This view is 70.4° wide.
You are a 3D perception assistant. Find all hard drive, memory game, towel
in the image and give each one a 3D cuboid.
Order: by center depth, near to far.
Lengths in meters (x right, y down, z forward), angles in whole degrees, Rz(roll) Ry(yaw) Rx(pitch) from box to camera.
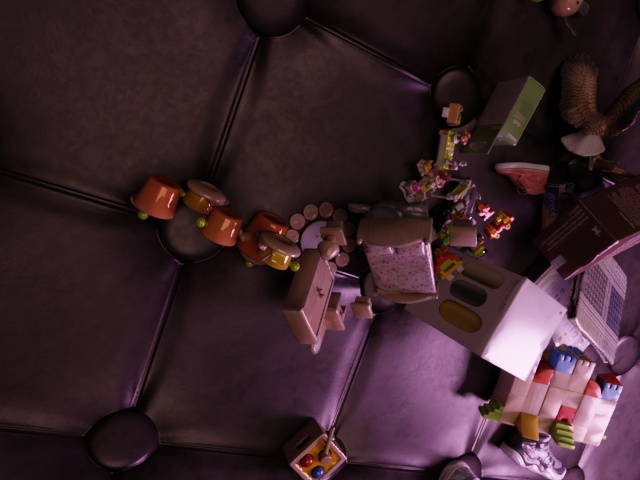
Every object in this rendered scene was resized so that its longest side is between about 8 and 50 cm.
[{"bbox_3d":[0.000,0.000,1.067,0.186,0.012,0.186,-5,104,-21],"label":"memory game"},{"bbox_3d":[0.802,0.159,1.324,0.324,0.056,0.312,39,64,-31],"label":"towel"},{"bbox_3d":[0.704,0.214,1.356,0.237,0.064,0.339,-42,113,-7],"label":"hard drive"}]

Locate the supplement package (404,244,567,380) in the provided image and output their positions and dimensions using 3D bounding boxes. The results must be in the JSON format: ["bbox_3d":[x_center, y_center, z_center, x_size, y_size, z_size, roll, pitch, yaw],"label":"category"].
[{"bbox_3d":[0.391,0.166,1.103,0.198,0.263,0.199,31,90,-32],"label":"supplement package"}]

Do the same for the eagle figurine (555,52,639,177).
[{"bbox_3d":[0.731,-0.337,1.184,0.226,0.225,0.298,7,110,-12],"label":"eagle figurine"}]

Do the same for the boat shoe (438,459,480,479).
[{"bbox_3d":[0.387,0.819,1.345,0.118,0.103,0.320,16,95,-23],"label":"boat shoe"}]

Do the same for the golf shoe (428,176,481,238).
[{"bbox_3d":[0.338,-0.063,1.148,0.094,0.077,0.198,38,88,-24],"label":"golf shoe"}]

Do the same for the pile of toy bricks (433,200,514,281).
[{"bbox_3d":[0.329,-0.019,1.062,0.212,0.118,0.105,-44,124,13],"label":"pile of toy bricks"}]

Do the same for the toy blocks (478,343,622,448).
[{"bbox_3d":[0.675,0.414,1.295,0.382,0.191,0.260,14,102,1],"label":"toy blocks"}]

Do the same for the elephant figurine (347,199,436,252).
[{"bbox_3d":[0.169,-0.004,1.069,0.169,0.239,0.186,-18,81,0],"label":"elephant figurine"}]

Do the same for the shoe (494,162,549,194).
[{"bbox_3d":[0.536,-0.163,1.207,0.178,0.063,0.081,0,97,-25],"label":"shoe"}]

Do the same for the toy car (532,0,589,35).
[{"bbox_3d":[0.617,-0.606,1.109,0.188,0.149,0.155,43,74,-34],"label":"toy car"}]

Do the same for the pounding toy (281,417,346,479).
[{"bbox_3d":[-0.005,0.522,1.131,0.141,0.100,0.130,-39,113,-9],"label":"pounding toy"}]

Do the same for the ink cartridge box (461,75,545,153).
[{"bbox_3d":[0.447,-0.291,1.121,0.062,0.109,0.209,27,91,-23],"label":"ink cartridge box"}]

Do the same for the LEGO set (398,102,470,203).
[{"bbox_3d":[0.304,-0.186,1.068,0.287,0.107,0.132,-57,134,-16],"label":"LEGO set"}]

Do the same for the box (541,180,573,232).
[{"bbox_3d":[0.666,-0.079,1.278,0.054,0.059,0.168,-10,105,-21],"label":"box"}]

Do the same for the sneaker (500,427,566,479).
[{"bbox_3d":[0.700,0.647,1.426,0.269,0.101,0.153,28,93,-21],"label":"sneaker"}]

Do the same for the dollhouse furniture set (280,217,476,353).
[{"bbox_3d":[0.126,0.123,0.907,0.303,0.356,0.173,70,29,-42],"label":"dollhouse furniture set"}]

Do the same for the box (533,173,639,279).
[{"bbox_3d":[0.768,-0.052,1.177,0.382,0.191,0.143,-20,64,-25],"label":"box"}]

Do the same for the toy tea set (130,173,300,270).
[{"bbox_3d":[-0.204,-0.018,0.898,0.336,0.200,0.124,27,106,-14],"label":"toy tea set"}]
